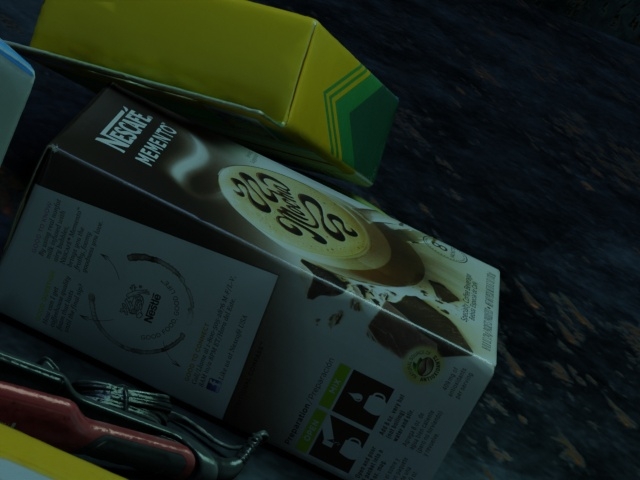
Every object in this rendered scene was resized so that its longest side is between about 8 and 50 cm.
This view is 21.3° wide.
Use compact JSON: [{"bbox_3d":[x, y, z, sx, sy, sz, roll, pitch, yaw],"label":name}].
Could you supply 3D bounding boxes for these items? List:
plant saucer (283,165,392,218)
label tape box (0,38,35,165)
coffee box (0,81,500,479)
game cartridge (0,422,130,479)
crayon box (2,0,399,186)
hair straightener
[{"bbox_3d":[0.000,0.000,1.335,0.241,0.037,0.241,24,21,-10],"label":"plant saucer"},{"bbox_3d":[-0.253,-0.086,0.779,0.115,0.348,0.249,2,32,-50],"label":"label tape box"},{"bbox_3d":[-0.042,0.029,1.090,0.297,0.119,0.168,26,20,-3],"label":"coffee box"},{"bbox_3d":[-0.064,0.202,0.729,0.323,0.053,0.285,22,21,-3],"label":"game cartridge"},{"bbox_3d":[-0.077,-0.126,1.273,0.203,0.083,0.323,17,-2,16],"label":"crayon box"},{"bbox_3d":[-0.132,0.085,0.947,0.230,0.047,0.089,15,24,-30],"label":"hair straightener"}]
